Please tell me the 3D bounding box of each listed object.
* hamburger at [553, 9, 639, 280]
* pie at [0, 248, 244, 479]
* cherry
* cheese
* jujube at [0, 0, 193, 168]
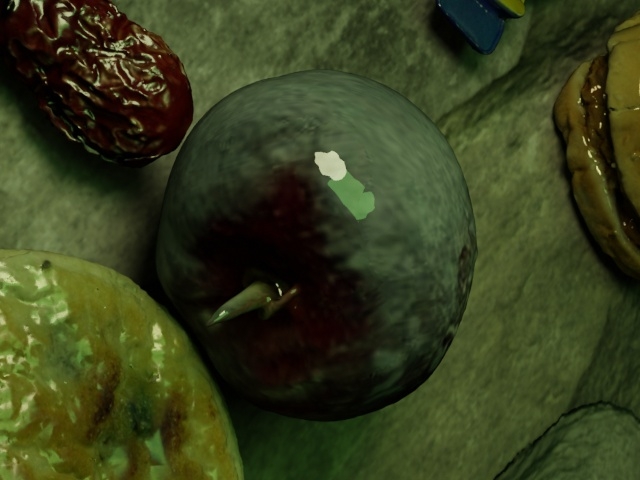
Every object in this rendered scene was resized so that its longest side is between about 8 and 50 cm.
[{"bbox_3d":[0.354,-0.098,1.777,0.283,0.144,0.260,-34,99,-45],"label":"hamburger"},{"bbox_3d":[-0.172,0.163,1.324,0.337,0.075,0.338,11,72,-38],"label":"pie"},{"bbox_3d":[0.000,0.000,1.403,0.255,0.218,0.296,65,27,-13],"label":"cherry"},{"bbox_3d":[0.170,-0.267,1.713,0.156,0.064,0.250,42,54,-22],"label":"cheese"},{"bbox_3d":[-0.162,-0.128,1.387,0.166,0.104,0.104,48,54,-19],"label":"jujube"}]
